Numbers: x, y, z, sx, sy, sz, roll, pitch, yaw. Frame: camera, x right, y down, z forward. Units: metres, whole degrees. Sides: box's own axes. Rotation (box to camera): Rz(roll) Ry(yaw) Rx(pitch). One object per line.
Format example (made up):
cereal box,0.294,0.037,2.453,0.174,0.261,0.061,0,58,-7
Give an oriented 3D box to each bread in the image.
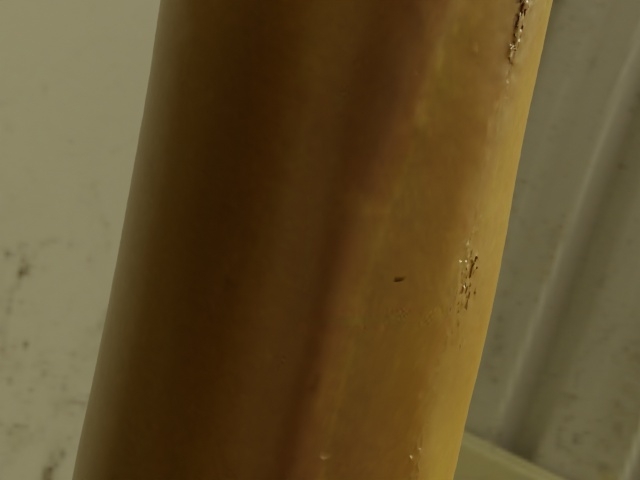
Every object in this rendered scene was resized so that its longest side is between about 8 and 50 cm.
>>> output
bread,0.000,0.000,0.385,0.074,0.092,0.239,-134,-129,-59
